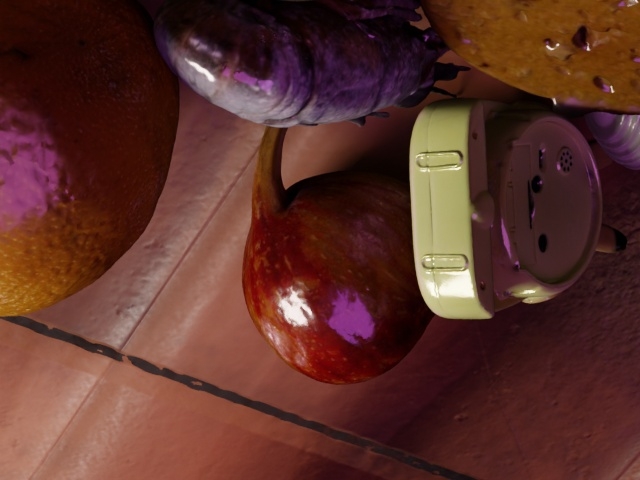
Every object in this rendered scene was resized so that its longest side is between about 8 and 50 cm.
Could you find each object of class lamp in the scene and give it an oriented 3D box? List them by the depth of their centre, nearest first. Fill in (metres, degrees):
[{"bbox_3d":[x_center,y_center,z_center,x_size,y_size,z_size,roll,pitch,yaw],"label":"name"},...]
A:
[{"bbox_3d":[0.298,-0.107,1.534,0.193,0.106,0.106,2,127,-22],"label":"lamp"}]

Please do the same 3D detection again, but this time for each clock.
[{"bbox_3d":[0.164,-0.031,1.527,0.232,0.069,0.170,-7,94,-48],"label":"clock"}]

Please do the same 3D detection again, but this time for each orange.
[{"bbox_3d":[-0.222,-0.074,1.365,0.264,0.264,0.264,-5,127,-7],"label":"orange"}]

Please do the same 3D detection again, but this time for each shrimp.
[{"bbox_3d":[0.010,-0.138,1.407,0.343,0.145,0.116,-4,110,-51],"label":"shrimp"}]

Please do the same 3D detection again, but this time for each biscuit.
[{"bbox_3d":[0.205,-0.179,1.318,0.296,0.075,0.296,9,155,4],"label":"biscuit"}]

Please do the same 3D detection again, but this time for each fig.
[{"bbox_3d":[-0.001,0.008,1.531,0.207,0.175,0.175,40,111,-21],"label":"fig"}]
